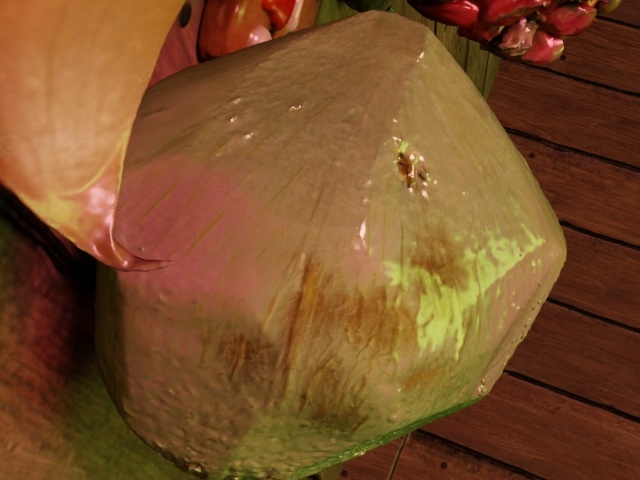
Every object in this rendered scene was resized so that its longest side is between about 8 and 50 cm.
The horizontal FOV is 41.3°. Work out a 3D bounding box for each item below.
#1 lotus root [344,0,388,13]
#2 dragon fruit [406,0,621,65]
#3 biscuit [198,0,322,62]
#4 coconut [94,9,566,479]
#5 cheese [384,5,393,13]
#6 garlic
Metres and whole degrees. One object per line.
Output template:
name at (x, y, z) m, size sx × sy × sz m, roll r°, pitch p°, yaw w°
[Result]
lotus root at (0.048, -0.273, 0.875) m, size 0.099 × 0.054 × 0.049 m, roll 87°, pitch 5°, yaw -62°
dragon fruit at (0.150, -0.288, 0.677) m, size 0.269 × 0.250 × 0.291 m, roll -69°, pitch 151°, yaw -55°
biscuit at (-0.036, -0.225, 0.624) m, size 0.324 × 0.049 × 0.205 m, roll 73°, pitch 38°, yaw -72°
coconut at (0.000, 0.000, 0.572) m, size 0.281 × 0.329 × 0.328 m, roll -107°, pitch -157°, yaw -53°
cheese at (0.065, -0.196, 1.081) m, size 0.105 × 0.042 × 0.190 m, roll -56°, pitch 160°, yaw -51°
garlic at (-0.110, -0.103, 0.359) m, size 0.115 × 0.128 × 0.206 m, roll 55°, pitch -49°, yaw 52°
